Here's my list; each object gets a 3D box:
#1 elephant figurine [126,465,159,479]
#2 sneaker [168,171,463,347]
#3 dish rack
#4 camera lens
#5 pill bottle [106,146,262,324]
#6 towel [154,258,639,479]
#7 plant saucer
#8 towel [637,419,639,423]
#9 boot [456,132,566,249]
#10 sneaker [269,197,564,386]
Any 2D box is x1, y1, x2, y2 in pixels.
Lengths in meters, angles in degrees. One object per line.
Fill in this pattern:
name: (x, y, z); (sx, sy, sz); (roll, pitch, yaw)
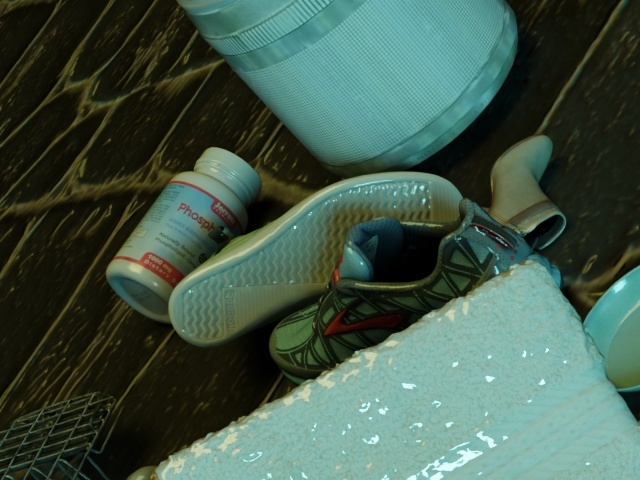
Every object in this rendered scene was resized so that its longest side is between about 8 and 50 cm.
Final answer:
elephant figurine: (-0.047, 0.259, 1.153); (0.169, 0.186, 0.239); (127, 137, -73)
sneaker: (-0.001, 0.000, 1.520); (0.256, 0.094, 0.151); (-23, 9, 9)
dish rack: (-0.262, 0.251, 1.540); (0.208, 0.074, 0.271); (-18, 34, 39)
camera lens: (0.021, -0.204, 1.577); (0.219, 0.274, 0.219); (-33, 28, 20)
pill bottle: (-0.123, -0.007, 1.700); (0.087, 0.087, 0.160); (-2, 49, 53)
towel: (0.057, 0.149, 1.066); (0.282, 0.187, 0.049); (-30, -11, -6)
plant saucer: (0.223, 0.058, 1.198); (0.119, 0.021, 0.119); (-34, 28, 21)
towel: (0.207, 0.132, 1.125); (0.083, 0.009, 0.060); (-44, 27, 1)
boot: (0.159, -0.028, 1.398); (0.118, 0.042, 0.087); (-49, 33, -8)
sneaker: (0.050, 0.031, 1.361); (0.262, 0.125, 0.104); (-21, 33, 38)
